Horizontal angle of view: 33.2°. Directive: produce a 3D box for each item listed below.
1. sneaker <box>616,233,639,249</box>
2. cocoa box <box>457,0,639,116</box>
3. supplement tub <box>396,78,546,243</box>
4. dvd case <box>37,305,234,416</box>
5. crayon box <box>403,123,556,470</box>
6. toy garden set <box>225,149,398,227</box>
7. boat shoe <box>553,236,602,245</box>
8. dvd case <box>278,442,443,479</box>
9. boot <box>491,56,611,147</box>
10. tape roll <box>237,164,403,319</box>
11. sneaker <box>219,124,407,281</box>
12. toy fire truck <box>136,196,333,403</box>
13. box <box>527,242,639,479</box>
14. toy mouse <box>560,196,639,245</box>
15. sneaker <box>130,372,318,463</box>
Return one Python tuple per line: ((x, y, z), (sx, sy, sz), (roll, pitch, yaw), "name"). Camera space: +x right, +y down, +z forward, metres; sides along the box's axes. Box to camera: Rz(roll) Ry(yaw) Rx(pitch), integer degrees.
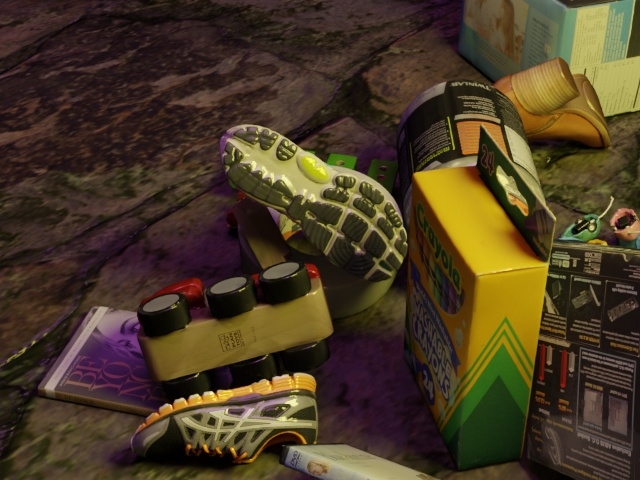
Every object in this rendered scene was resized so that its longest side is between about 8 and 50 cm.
((0.468, 0.019, 1.465), (0.069, 0.082, 0.209), (-6, 33, -6), "sneaker")
((0.428, -0.389, 1.924), (0.228, 0.231, 0.347), (-13, 37, -18), "cocoa box")
((0.206, -0.076, 1.499), (0.194, 0.193, 0.316), (1, 34, 1), "supplement tub")
((-0.209, 0.150, 1.318), (0.221, 0.018, 0.164), (8, 35, 12), "dvd case")
((0.163, 0.063, 1.180), (0.083, 0.323, 0.203), (-7, 35, -11), "crayon box")
((-0.018, -0.064, 1.610), (0.244, 0.049, 0.204), (8, 34, 9), "toy garden set")
((0.303, 0.053, 1.352), (0.258, 0.109, 0.089), (2, 27, -47), "boat shoe")
((0.103, 0.253, 1.072), (0.253, 0.022, 0.180), (16, -3, 22), "dvd case")
((0.333, -0.181, 1.727), (0.220, 0.283, 0.109), (-25, 69, 26), "boot")
((0.000, 0.000, 1.446), (0.219, 0.072, 0.219), (0, 50, 0), "tape roll")
((-0.006, -0.055, 1.338), (0.275, 0.107, 0.110), (38, -1, -10), "sneaker")
((-0.106, 0.057, 1.302), (0.217, 0.158, 0.246), (-16, 17, 2), "toy fire truck")
((0.322, 0.131, 1.050), (0.076, 0.242, 0.307), (1, 2, -23), "box")
((0.397, -0.011, 1.510), (0.161, 0.031, 0.143), (-17, 25, 37), "toy mouse")
((-0.102, 0.209, 1.183), (0.215, 0.084, 0.083), (-14, 73, -4), "sneaker")
